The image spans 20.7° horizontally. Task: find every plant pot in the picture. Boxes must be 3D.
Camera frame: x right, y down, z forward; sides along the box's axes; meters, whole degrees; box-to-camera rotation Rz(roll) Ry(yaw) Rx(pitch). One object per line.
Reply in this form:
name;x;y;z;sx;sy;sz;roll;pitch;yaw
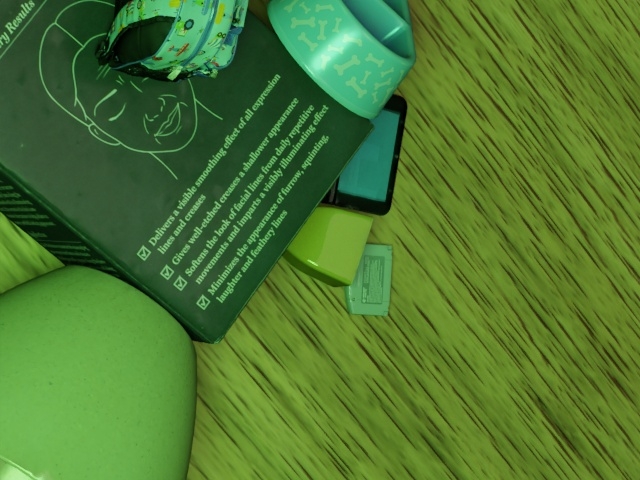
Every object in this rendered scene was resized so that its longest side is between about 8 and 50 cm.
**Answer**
plant pot;0.000;0.000;1.981;0.083;0.081;0.082;21;82;-13

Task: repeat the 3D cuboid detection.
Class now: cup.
cup;-0.253;0.167;1.749;0.331;0.331;0.237;42;64;-19

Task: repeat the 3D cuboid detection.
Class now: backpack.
backpack;-0.125;-0.229;1.639;0.116;0.173;0.158;12;84;-24

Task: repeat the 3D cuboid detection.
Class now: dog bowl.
dog bowl;0.027;-0.247;1.881;0.166;0.297;0.074;40;112;-21

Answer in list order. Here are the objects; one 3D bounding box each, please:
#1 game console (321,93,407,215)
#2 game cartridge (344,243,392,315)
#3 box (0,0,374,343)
game console;0.049;-0.109;2.001;0.085;0.124;0.144;9;86;2
game cartridge;0.055;0.045;2.039;0.056;0.017;0.083;5;88;-28
box;-0.201;-0.127;1.815;0.395;0.212;0.293;42;74;-20
